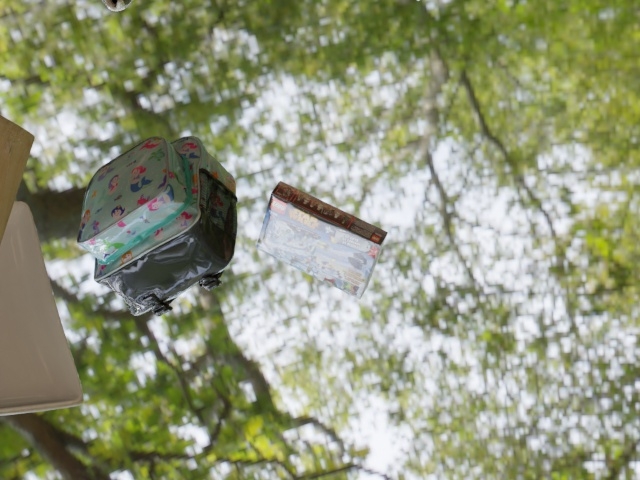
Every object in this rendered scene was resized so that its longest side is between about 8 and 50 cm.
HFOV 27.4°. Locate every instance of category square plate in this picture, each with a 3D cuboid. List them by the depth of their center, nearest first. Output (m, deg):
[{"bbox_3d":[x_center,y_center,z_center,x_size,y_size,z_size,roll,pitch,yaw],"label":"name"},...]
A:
[{"bbox_3d":[-0.525,0.105,1.751,0.344,0.049,0.347,-7,-125,-25],"label":"square plate"}]

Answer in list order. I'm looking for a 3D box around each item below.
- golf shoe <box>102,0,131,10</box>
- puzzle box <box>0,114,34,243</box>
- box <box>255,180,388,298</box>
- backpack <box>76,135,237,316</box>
[{"bbox_3d":[-0.394,-0.561,2.439,0.105,0.273,0.120,-11,-152,3],"label":"golf shoe"},{"bbox_3d":[-0.455,0.056,1.359,0.409,0.052,0.272,-23,-134,43],"label":"puzzle box"},{"bbox_3d":[0.000,0.000,1.480,0.137,0.094,0.027,26,-134,7],"label":"box"},{"bbox_3d":[-0.240,-0.042,1.961,0.225,0.191,0.253,-29,-150,21],"label":"backpack"}]
